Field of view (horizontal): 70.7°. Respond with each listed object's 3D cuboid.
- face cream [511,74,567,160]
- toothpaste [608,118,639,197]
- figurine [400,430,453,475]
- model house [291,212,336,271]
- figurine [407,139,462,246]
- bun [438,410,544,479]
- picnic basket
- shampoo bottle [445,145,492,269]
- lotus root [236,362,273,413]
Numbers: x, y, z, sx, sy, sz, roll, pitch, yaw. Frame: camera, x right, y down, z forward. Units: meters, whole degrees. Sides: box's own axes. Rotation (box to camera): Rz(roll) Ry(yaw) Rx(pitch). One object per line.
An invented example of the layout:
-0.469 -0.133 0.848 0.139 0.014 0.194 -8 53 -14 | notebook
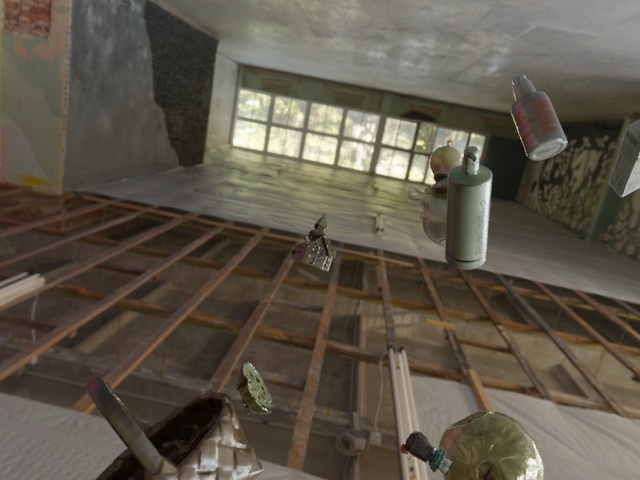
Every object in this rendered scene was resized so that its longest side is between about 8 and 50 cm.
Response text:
0.576 -0.348 1.225 0.101 0.252 0.101 -8 158 -3 | face cream
0.857 -0.222 1.222 0.336 0.081 0.067 37 -155 -59 | toothpaste
0.227 0.458 0.965 0.105 0.060 0.047 34 -177 15 | figurine
0.000 0.000 2.046 0.176 0.248 0.181 21 176 -19 | model house
0.430 -0.178 1.588 0.274 0.395 0.226 11 159 -16 | figurine
0.604 0.807 1.625 0.364 0.365 0.202 19 -179 29 | bun
-0.323 0.376 0.829 0.336 0.338 0.293 4 171 -29 | picnic basket
0.296 -0.065 0.905 0.085 0.263 0.085 -7 -144 5 | shampoo bottle
-0.266 0.577 1.722 0.077 0.204 0.183 -31 -163 3 | lotus root
